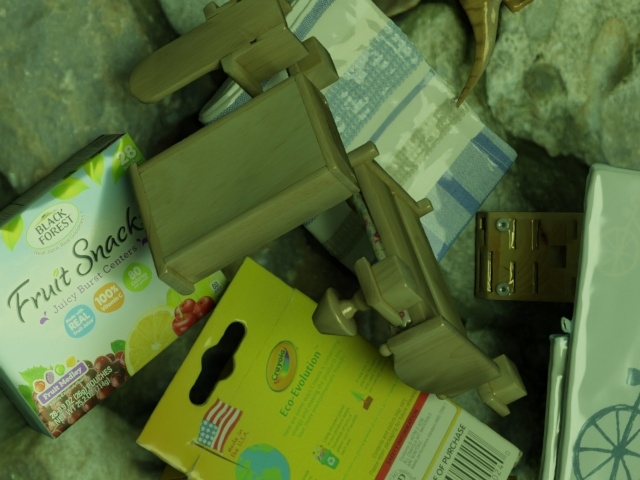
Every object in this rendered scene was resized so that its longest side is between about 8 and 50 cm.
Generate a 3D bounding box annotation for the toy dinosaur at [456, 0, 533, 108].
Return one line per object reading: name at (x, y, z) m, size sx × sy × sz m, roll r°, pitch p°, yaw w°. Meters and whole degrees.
toy dinosaur at (0.158, -0.237, 1.607) m, size 0.112 × 0.064 × 0.212 m, roll -12°, pitch 88°, yaw -8°

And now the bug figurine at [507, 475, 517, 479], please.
bug figurine at (0.155, 0.325, 1.614) m, size 0.279 × 0.072 × 0.216 m, roll 30°, pitch 73°, yaw -20°

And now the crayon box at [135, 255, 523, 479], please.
crayon box at (0.002, 0.185, 1.474) m, size 0.318 × 0.081 × 0.202 m, roll 37°, pitch 66°, yaw -14°

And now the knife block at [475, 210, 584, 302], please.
knife block at (0.314, 0.016, 1.685) m, size 0.275 × 0.242 × 0.088 m, roll 1°, pitch 91°, yaw 18°

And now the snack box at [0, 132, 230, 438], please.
snack box at (-0.206, 0.036, 1.422) m, size 0.207 × 0.070 × 0.174 m, roll -39°, pitch 108°, yaw -22°

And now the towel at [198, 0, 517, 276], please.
towel at (0.041, -0.098, 1.560) m, size 0.285 × 0.034 × 0.209 m, roll 45°, pitch 74°, yaw -21°

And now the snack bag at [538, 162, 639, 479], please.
snack bag at (0.357, 0.100, 1.549) m, size 0.323 × 0.037 × 0.343 m, roll 3°, pitch 94°, yaw -21°

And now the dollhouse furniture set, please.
dollhouse furniture set at (0.000, 0.000, 1.473) m, size 0.173 × 0.303 × 0.355 m, roll -28°, pitch 146°, yaw 14°
